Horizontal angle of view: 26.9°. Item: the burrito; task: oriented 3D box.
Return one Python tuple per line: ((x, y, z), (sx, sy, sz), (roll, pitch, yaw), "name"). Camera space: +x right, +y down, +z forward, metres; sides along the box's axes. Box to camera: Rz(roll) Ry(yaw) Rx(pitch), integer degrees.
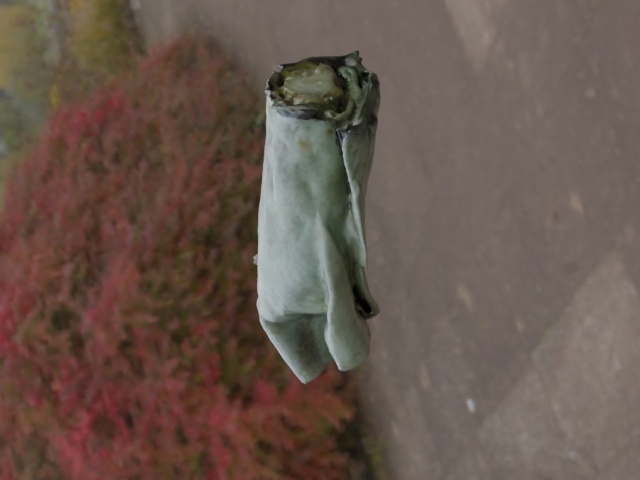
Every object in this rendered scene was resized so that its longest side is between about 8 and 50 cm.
((0.000, -0.002, 0.443), (0.074, 0.044, 0.118), (-89, 2, -58), "burrito")
